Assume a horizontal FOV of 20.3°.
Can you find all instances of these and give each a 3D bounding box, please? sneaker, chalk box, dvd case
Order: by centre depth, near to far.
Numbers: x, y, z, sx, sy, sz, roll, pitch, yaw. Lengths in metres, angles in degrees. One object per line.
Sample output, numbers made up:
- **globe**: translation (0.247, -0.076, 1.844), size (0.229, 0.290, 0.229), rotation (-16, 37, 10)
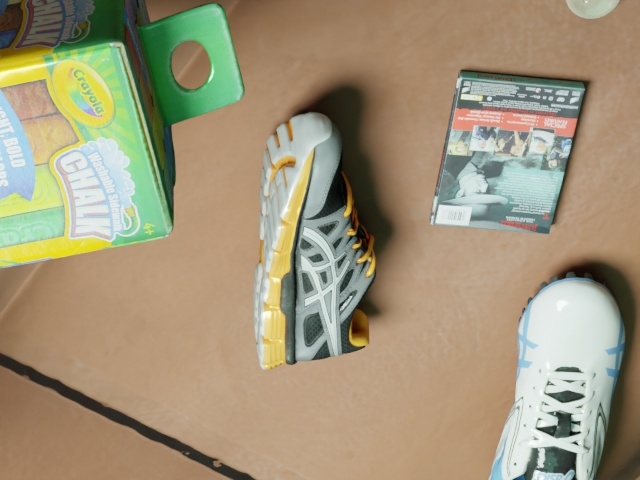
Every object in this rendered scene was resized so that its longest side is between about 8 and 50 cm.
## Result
- **chalk box**: translation (-0.151, -0.077, 0.994), size (0.213, 0.132, 0.132), rotation (-11, 126, 3)
- **sneaker**: translation (0.000, 0.000, 1.220), size (0.083, 0.084, 0.215), rotation (0, 134, -6)
- **dvd case**: translation (0.126, -0.058, 1.223), size (0.087, 0.013, 0.119), rotation (4, 123, -6)
- **sneaker**: translation (0.177, 0.131, 1.315), size (0.085, 0.086, 0.237), rotation (4, 123, -4)

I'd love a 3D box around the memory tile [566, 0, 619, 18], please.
- **memory tile**: translation (0.188, -0.216, 1.117), size (0.113, 0.012, 0.148), rotation (38, 115, -26)
